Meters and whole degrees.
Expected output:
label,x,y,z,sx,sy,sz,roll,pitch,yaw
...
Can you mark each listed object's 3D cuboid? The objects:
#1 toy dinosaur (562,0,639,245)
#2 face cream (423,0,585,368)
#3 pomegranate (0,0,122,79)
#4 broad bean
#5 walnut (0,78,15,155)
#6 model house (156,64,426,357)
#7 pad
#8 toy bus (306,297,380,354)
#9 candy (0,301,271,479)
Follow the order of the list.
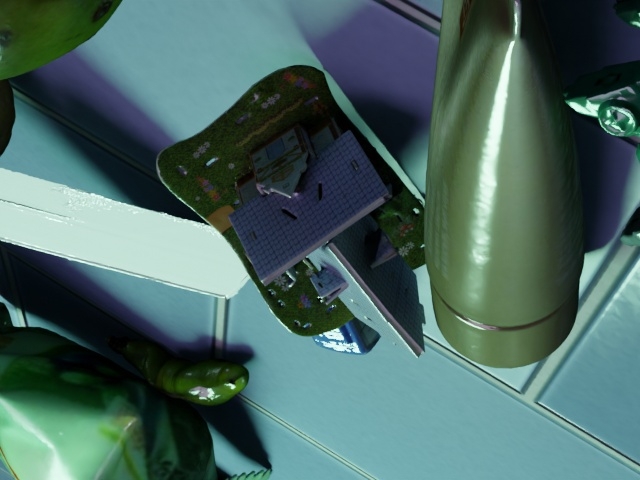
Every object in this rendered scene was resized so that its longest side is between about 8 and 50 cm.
label,x,y,z,sx,sy,sz,roll,pitch,yaw
toy dinosaur,0.206,-0.040,0.513,0.153,0.094,0.259,46,145,-22
face cream,0.083,-0.050,0.628,0.084,0.137,0.341,-6,149,5
pomegranate,-0.184,-0.181,0.640,0.248,0.202,0.202,33,158,36
broad bean,-0.124,0.123,1.247,0.195,0.046,0.061,11,159,45
walnut,-0.305,-0.095,0.987,0.166,0.149,0.166,-2,157,-1
model house,0.000,0.000,0.766,0.167,0.117,0.088,53,-173,-30
pad,-0.158,-0.004,1.009,0.232,0.004,0.156,16,159,-14
toy bus,0.003,0.014,0.882,0.051,0.061,0.153,12,145,31
candy,-0.257,0.161,1.326,0.398,0.172,0.263,39,-179,8
